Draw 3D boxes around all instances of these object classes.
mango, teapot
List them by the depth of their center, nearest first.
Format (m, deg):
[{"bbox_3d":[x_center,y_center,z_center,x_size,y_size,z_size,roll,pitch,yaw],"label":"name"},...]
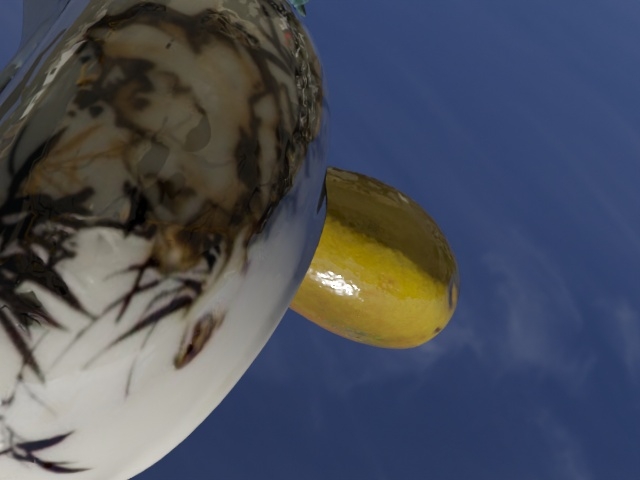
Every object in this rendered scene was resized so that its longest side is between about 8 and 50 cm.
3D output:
[{"bbox_3d":[-0.090,-0.025,0.415,0.166,0.208,0.300,24,-126,-16],"label":"teapot"},{"bbox_3d":[0.000,0.000,0.615,0.161,0.103,0.076,28,-108,-22],"label":"mango"}]

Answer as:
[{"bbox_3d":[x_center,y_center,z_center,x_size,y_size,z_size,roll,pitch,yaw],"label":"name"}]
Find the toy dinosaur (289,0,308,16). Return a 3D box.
[{"bbox_3d":[-0.054,-0.136,0.854,0.049,0.154,0.055,32,-173,-31],"label":"toy dinosaur"}]
